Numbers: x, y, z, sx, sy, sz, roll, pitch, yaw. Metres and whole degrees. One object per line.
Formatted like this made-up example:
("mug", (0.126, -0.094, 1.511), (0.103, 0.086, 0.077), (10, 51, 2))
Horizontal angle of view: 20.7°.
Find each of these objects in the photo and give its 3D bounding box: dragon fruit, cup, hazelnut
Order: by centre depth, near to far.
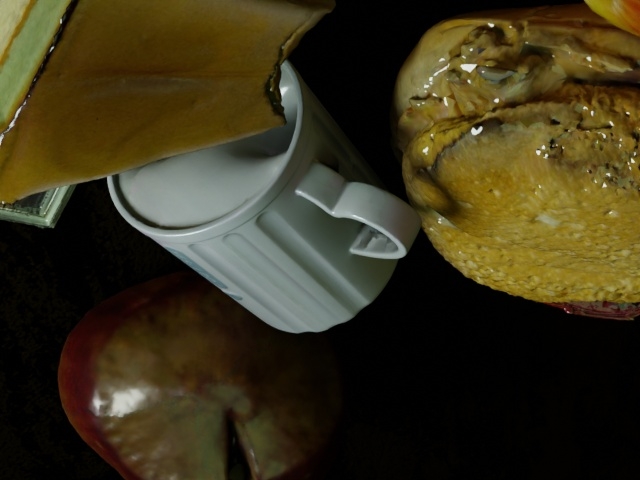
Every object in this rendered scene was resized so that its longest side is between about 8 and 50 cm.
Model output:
("cup", (-0.030, -0.017, 1.336), (0.167, 0.221, 0.202), (-40, 140, 4))
("hazelnut", (-0.102, 0.127, 1.515), (0.251, 0.217, 0.217), (14, 135, -15))
("dragon fruit", (0.224, 0.030, 1.596), (0.131, 0.063, 0.097), (-11, 108, -2))

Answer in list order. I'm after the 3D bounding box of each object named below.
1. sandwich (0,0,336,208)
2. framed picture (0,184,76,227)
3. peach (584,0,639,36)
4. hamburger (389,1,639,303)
("sandwich", (-0.126, -0.134, 1.197), (0.198, 0.155, 0.227), (10, 132, -34))
("framed picture", (-0.252, -0.101, 1.330), (0.197, 0.014, 0.252), (11, 136, -25))
("peach", (0.267, -0.252, 1.116), (0.281, 0.238, 0.281), (-12, 121, -21))
("hamburger", (0.194, -0.072, 1.318), (0.290, 0.170, 0.314), (2, 158, 9))
